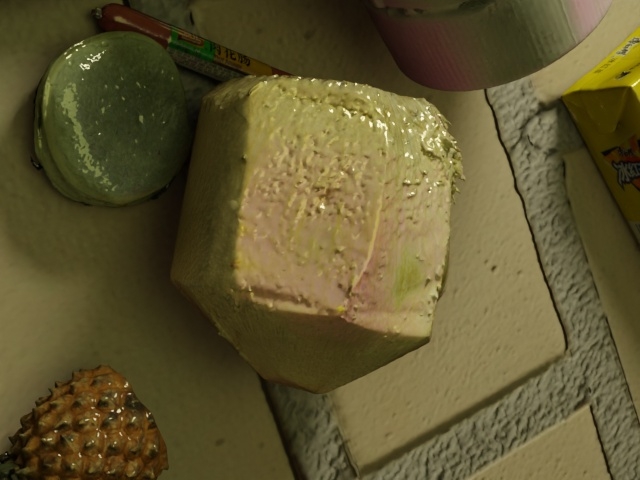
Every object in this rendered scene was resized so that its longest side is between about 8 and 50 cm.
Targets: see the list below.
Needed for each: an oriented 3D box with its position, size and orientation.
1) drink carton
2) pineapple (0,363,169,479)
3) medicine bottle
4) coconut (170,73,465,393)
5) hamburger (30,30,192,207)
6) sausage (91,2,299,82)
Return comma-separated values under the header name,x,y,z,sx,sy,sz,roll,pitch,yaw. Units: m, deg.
name,x,y,z,sx,sy,sz,roll,pitch,yaw
drink carton,0.396,-0.046,1.498,0.154,0.111,0.351,-40,109,-26
pineapple,-0.246,0.210,1.103,0.277,0.119,0.130,-33,151,-26
medicine bottle,0.097,-0.307,1.199,0.256,0.256,0.325,-49,130,-22
coconut,0.000,0.000,1.183,0.233,0.233,0.245,7,86,-32
hamburger,-0.167,-0.093,1.175,0.133,0.062,0.140,-20,99,-34
sausage,-0.092,-0.152,1.238,0.223,0.029,0.029,19,80,-31
